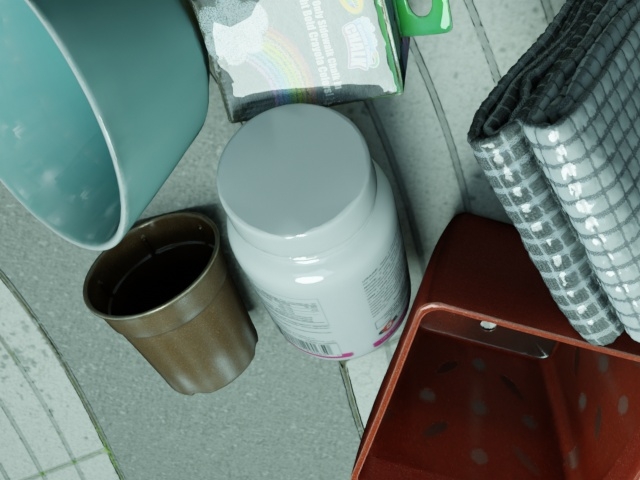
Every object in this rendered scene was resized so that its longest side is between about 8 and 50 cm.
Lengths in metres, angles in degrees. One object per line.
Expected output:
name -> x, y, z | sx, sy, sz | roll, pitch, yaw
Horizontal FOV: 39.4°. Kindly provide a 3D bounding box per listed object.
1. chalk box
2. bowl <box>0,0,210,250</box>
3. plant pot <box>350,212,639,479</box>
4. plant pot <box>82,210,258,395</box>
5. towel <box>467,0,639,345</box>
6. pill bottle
chalk box -> 0.011, -0.207, 0.818 | 0.213, 0.132, 0.132 | -8, 122, 13
bowl -> -0.219, -0.162, 0.822 | 0.312, 0.163, 0.311 | 32, 142, 29
plant pot -> 0.200, 0.122, 0.954 | 0.268, 0.235, 0.267 | 15, 125, -3
plant pot -> -0.161, 0.081, 1.037 | 0.167, 0.167, 0.165 | -12, 130, 16
towel -> 0.261, -0.082, 0.789 | 0.121, 0.283, 0.235 | -10, 123, 47
pill bottle -> 0.000, 0.000, 0.879 | 0.161, 0.160, 0.283 | -1, 154, 10
